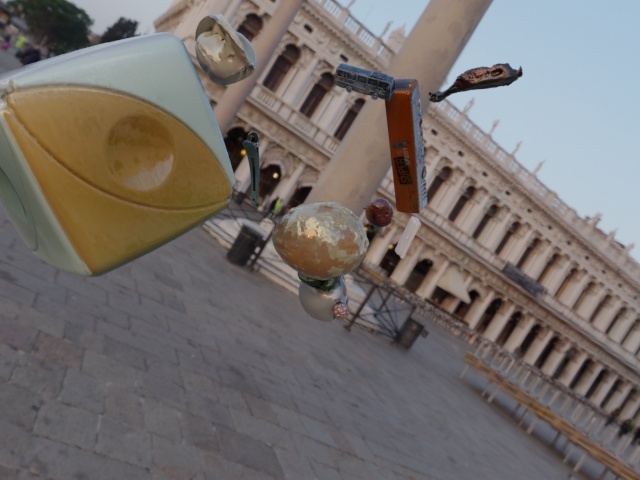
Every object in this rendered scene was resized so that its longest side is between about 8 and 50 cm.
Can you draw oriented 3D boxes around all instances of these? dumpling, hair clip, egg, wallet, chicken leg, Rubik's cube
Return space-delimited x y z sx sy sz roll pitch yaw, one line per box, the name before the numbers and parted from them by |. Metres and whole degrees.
dumpling | -0.194 -0.372 1.037 0.136 0.118 0.199 56 -24 -17
hair clip | -0.200 -0.211 1.595 0.039 0.230 0.070 6 38 9
egg | 0.000 0.000 1.331 0.245 0.203 0.203 6 9 -15
wallet | 0.263 -0.009 1.588 0.025 0.122 0.061 16 23 -18
chicken leg | 0.403 -0.417 1.404 0.253 0.051 0.106 -8 -6 30
Rubik's cube | -0.413 -0.168 0.989 0.351 0.352 0.347 14 -51 46

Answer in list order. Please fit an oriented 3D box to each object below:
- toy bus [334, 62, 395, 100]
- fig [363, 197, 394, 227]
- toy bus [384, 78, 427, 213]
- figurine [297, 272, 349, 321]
toy bus | 0.120 -0.428 1.430 0.165 0.047 0.065 20 -43 14
fig | 0.232 -0.113 2.088 0.119 0.119 0.153 32 9 -5
toy bus | 0.260 -0.273 1.583 0.093 0.092 0.409 8 -53 30
figurine | 0.001 0.137 1.717 0.370 0.167 0.281 78 -10 -52
